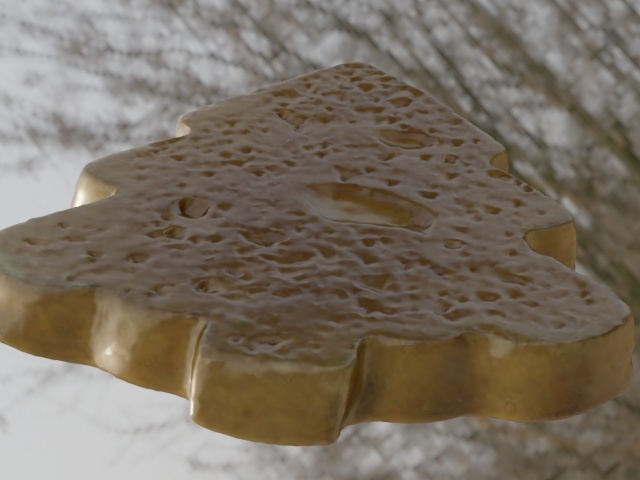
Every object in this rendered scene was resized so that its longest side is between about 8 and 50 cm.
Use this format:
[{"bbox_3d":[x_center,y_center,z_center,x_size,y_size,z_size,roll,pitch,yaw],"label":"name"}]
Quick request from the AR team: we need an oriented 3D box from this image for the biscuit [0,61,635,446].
[{"bbox_3d":[0.000,0.000,0.654,0.239,0.212,0.041,-73,-13,-62],"label":"biscuit"}]
